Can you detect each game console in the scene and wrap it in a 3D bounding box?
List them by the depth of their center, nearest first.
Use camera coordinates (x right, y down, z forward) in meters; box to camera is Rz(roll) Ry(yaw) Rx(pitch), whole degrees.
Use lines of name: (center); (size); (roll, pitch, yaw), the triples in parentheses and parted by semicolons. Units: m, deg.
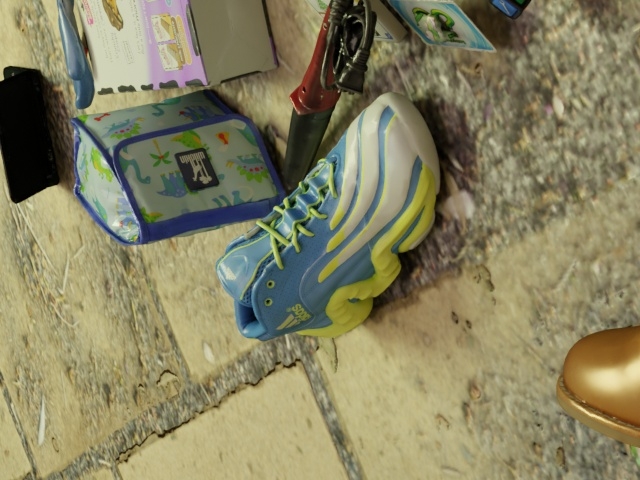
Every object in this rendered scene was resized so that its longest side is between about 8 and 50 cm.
game console: (-0.313, -0.109, 1.702); (0.107, 0.071, 0.122); (15, 118, 55)

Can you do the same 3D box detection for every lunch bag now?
lunch bag: (-0.115, -0.051, 1.341); (0.151, 0.129, 0.096); (47, 144, 47)

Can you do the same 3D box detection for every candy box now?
candy box: (-0.128, -0.206, 1.349); (0.196, 0.070, 0.165); (5, 110, 57)

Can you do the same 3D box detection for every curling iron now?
curling iron: (-0.004, -0.095, 1.189); (0.274, 0.035, 0.068); (120, 159, -68)

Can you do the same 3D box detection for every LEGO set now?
LEGO set: (0.036, -0.196, 1.061); (0.182, 0.060, 0.244); (44, 165, -31)

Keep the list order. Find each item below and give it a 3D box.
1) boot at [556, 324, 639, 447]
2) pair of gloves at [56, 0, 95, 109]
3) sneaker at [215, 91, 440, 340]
boot: (0.214, -0.006, 0.854); (0.283, 0.109, 0.220); (-3, 105, 57)
pair of gloves: (-0.221, -0.210, 1.484); (0.198, 0.023, 0.159); (-110, 10, -59)
sneaker: (0.000, 0.000, 1.193); (0.091, 0.126, 0.240); (53, 145, 29)
